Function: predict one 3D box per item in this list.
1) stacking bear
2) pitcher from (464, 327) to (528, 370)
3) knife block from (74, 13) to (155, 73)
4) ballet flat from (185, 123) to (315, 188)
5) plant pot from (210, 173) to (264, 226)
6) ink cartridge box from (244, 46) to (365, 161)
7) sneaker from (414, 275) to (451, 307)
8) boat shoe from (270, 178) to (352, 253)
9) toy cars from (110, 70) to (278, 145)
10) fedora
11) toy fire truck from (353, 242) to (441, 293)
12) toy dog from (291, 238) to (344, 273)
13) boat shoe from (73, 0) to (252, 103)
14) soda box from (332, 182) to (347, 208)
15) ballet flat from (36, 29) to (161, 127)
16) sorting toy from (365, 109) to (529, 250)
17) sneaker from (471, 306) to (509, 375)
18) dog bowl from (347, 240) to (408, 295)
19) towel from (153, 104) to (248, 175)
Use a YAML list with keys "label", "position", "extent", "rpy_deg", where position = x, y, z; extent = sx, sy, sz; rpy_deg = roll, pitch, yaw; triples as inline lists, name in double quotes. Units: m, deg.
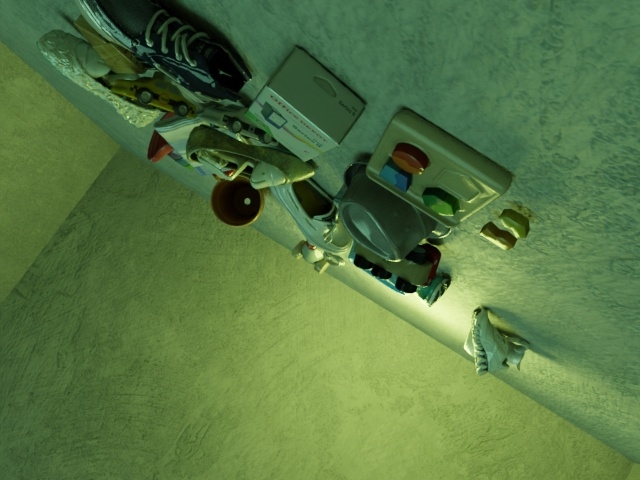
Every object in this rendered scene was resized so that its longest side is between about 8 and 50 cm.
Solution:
- label: "stacking bear"
  position: [-0.382, -0.288, 1.625]
  extent: [0.176, 0.164, 0.289]
  rpy_deg: [-23, 147, 34]
- label: "pitcher"
  position: [0.640, 0.377, 1.818]
  extent: [0.207, 0.125, 0.177]
  rpy_deg: [18, 145, 21]
- label: "knife block"
  position: [-0.420, -0.437, 1.153]
  extent: [0.242, 0.088, 0.275]
  rpy_deg: [33, 171, 4]
- label: "ballet flat"
  position: [-0.192, -0.200, 1.320]
  extent: [0.349, 0.123, 0.123]
  rpy_deg: [19, 170, 2]
- label: "plant pot"
  position: [-0.315, -0.161, 2.015]
  extent: [0.205, 0.205, 0.188]
  rpy_deg: [33, -173, 3]
- label: "ink cartridge box"
  position: [-0.036, -0.234, 0.900]
  extent: [0.154, 0.093, 0.212]
  rpy_deg: [36, 169, -16]
- label: "sneaker"
  position: [0.346, 0.154, 1.654]
  extent: [0.110, 0.107, 0.275]
  rpy_deg: [42, 171, 4]
- label: "boat shoe"
  position: [0.011, -0.079, 1.514]
  extent: [0.157, 0.135, 0.367]
  rpy_deg: [16, 152, 53]
- label: "toy cars"
  position: [-0.281, -0.321, 1.183]
  extent: [0.394, 0.087, 0.176]
  rpy_deg: [17, -173, -6]
- label: "fedora"
  position: [0.140, -0.046, 1.084]
  extent: [0.244, 0.124, 0.275]
  rpy_deg: [13, 152, 47]
- label: "toy fire truck"
  position: [0.238, 0.046, 1.390]
  extent: [0.217, 0.158, 0.247]
  rpy_deg: [28, -152, 33]
- label: "toy dog"
  position: [0.000, 0.000, 1.999]
  extent: [0.220, 0.161, 0.334]
  rpy_deg: [42, 157, -8]
- label: "boat shoe"
  position: [-0.273, -0.378, 0.925]
  extent: [0.158, 0.127, 0.341]
  rpy_deg: [17, 170, 41]
- label: "soda box"
  position: [0.125, -0.078, 1.289]
  extent: [0.183, 0.058, 0.063]
  rpy_deg: [28, 170, 21]
- label: "ballet flat"
  position: [-0.649, -0.508, 1.543]
  extent: [0.147, 0.146, 0.409]
  rpy_deg: [26, 172, 37]
- label: "sorting toy"
  position: [0.227, -0.081, 0.866]
  extent: [0.307, 0.041, 0.229]
  rpy_deg: [33, 163, 2]
- label: "sneaker"
  position: [0.578, 0.339, 1.705]
  extent: [0.119, 0.110, 0.291]
  rpy_deg: [-6, 125, 18]
- label: "dog bowl"
  position: [0.231, 0.107, 1.874]
  extent: [0.297, 0.074, 0.166]
  rpy_deg: [34, 171, -6]
- label: "towel"
  position: [-0.322, -0.278, 1.449]
  extent: [0.210, 0.034, 0.285]
  rpy_deg: [-11, 156, 10]
